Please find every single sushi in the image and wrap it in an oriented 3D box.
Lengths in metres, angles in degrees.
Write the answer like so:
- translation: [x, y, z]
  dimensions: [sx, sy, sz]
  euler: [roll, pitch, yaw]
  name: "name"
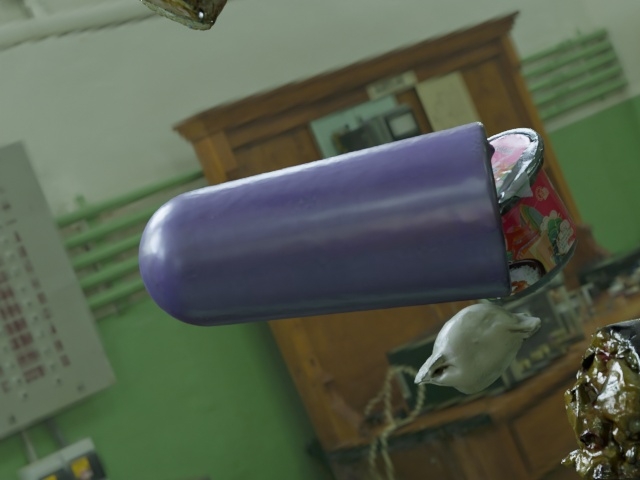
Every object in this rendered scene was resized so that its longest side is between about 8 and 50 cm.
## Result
- translation: [0.418, 0.211, 1.622]
  dimensions: [0.204, 0.213, 0.200]
  euler: [-8, -9, -8]
  name: "sushi"

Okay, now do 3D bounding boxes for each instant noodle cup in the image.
- translation: [0.276, -0.023, 1.890]
  dimensions: [0.258, 0.181, 0.302]
  euler: [-33, 19, 21]
  name: "instant noodle cup"

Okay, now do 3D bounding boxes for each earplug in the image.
- translation: [0.000, 0.000, 1.519]
  dimensions: [0.455, 0.215, 0.215]
  euler: [-10, 3, 7]
  name: "earplug"

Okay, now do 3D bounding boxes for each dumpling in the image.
- translation: [0.224, 0.154, 1.781]
  dimensions: [0.199, 0.118, 0.136]
  euler: [-23, -3, 7]
  name: "dumpling"

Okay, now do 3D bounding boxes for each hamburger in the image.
- translation: [-0.145, -0.296, 1.394]
  dimensions: [0.102, 0.087, 0.176]
  euler: [-48, 38, -12]
  name: "hamburger"
